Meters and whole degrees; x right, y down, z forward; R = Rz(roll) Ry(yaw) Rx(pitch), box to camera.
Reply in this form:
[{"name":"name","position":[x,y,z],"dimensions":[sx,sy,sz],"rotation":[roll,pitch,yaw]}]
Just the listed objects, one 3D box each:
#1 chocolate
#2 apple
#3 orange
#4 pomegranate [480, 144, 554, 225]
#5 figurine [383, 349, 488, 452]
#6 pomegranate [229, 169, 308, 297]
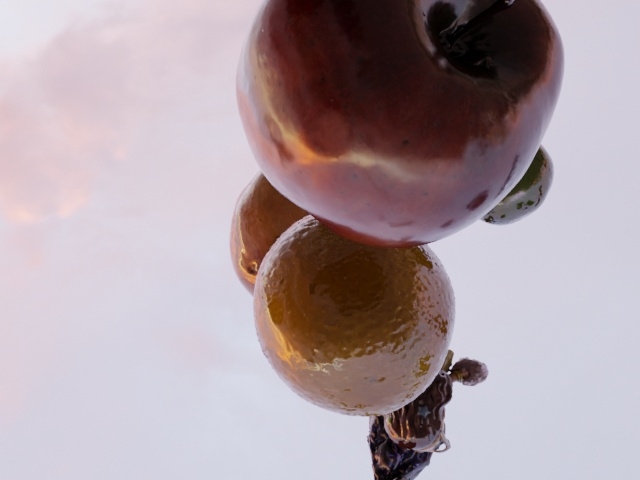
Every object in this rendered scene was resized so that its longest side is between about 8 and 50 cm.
[{"name":"chocolate","position":[0.115,0.436,1.058],"dimensions":[0.126,0.148,0.343],"rotation":[13,-125,5]},{"name":"apple","position":[0.050,-0.112,0.454],"dimensions":[0.234,0.234,0.233],"rotation":[-12,-129,16]},{"name":"orange","position":[0.035,0.073,0.697],"dimensions":[0.237,0.236,0.236],"rotation":[-12,-129,16]},{"name":"pomegranate","position":[0.196,-0.081,0.705],"dimensions":[0.115,0.142,0.114],"rotation":[-9,-116,19]},{"name":"figurine","position":[0.175,0.233,1.077],"dimensions":[0.175,0.116,0.240],"rotation":[-10,-134,38]},{"name":"pomegranate","position":[0.000,0.000,1.101],"dimensions":[0.339,0.338,0.338],"rotation":[-12,-129,16]}]
